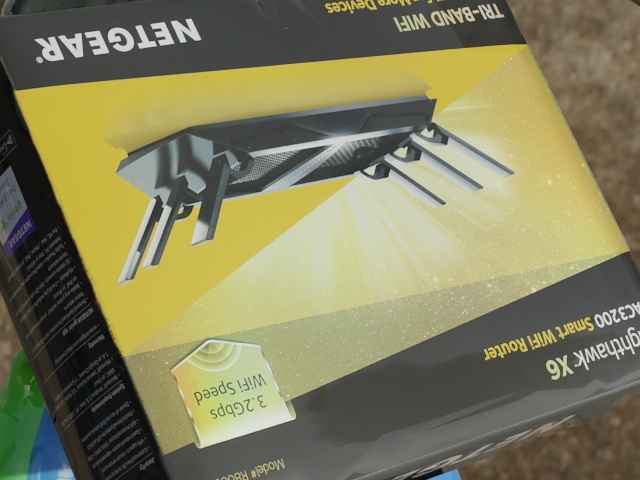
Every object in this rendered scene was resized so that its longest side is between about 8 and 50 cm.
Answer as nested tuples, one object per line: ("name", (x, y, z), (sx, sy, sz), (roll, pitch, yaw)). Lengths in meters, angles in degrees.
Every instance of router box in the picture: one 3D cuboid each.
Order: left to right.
("router box", (0.000, 0.000, 0.891), (0.309, 0.081, 0.243), (-14, 73, -38))

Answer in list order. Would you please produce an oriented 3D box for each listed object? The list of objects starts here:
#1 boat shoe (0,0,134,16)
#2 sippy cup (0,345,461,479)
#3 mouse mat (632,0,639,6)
("boat shoe", (-0.168, -0.089, 1.149), (0.114, 0.302, 0.091), (-6, 44, -16))
("sippy cup", (-0.046, 0.154, 1.102), (0.224, 0.240, 0.305), (4, -8, 27))
("mouse mat", (0.169, -0.224, 1.021), (0.007, 0.189, 0.153), (-2, -8, 29))
